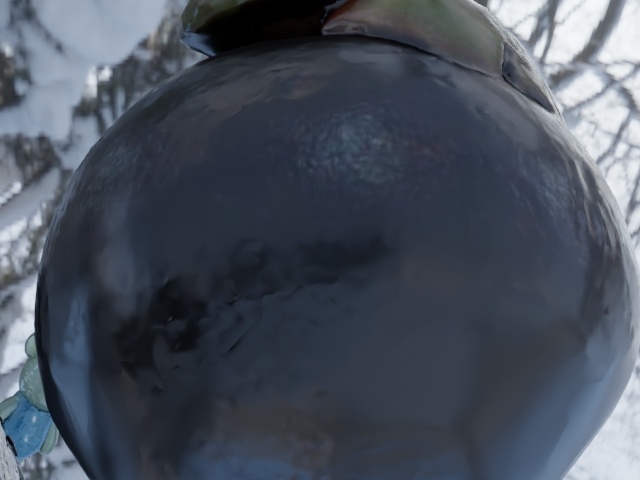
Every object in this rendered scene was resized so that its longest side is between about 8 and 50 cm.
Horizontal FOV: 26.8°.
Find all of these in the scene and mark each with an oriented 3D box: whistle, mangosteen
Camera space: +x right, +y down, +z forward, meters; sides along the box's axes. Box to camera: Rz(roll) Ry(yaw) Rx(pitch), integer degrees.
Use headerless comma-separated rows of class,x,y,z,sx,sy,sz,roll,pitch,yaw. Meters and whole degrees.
whistle,-0.364,0.221,1.682,0.114,0.236,0.077,27,-174,-40
mangosteen,0.000,0.000,0.847,0.382,0.382,0.435,-6,-108,-13

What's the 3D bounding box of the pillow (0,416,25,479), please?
pillow,-0.310,0.159,1.079,0.092,0.335,0.161,2,-146,16
